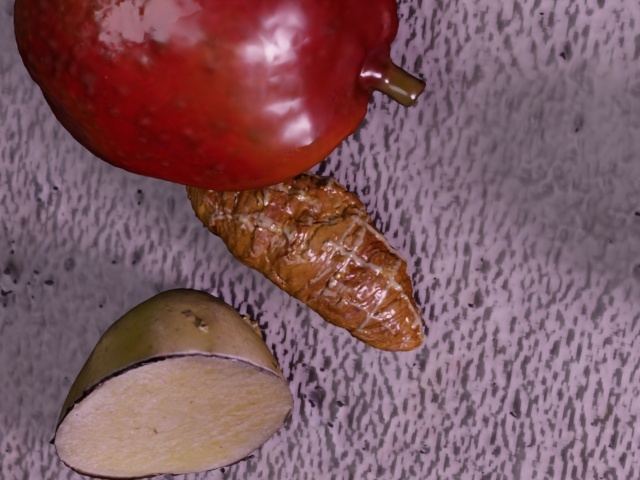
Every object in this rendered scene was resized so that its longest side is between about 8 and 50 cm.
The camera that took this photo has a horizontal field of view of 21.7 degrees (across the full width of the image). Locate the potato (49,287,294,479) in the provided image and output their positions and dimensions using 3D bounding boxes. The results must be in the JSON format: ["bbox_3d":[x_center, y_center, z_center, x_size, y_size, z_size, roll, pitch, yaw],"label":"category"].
[{"bbox_3d":[-0.127,0.107,1.382,0.202,0.182,0.117,-44,45,39],"label":"potato"}]

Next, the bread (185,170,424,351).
[{"bbox_3d":[0.000,0.000,1.320,0.233,0.105,0.076,38,132,-4],"label":"bread"}]

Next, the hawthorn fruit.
[{"bbox_3d":[-0.071,-0.158,1.236,0.307,0.265,0.265,26,107,10],"label":"hawthorn fruit"}]
